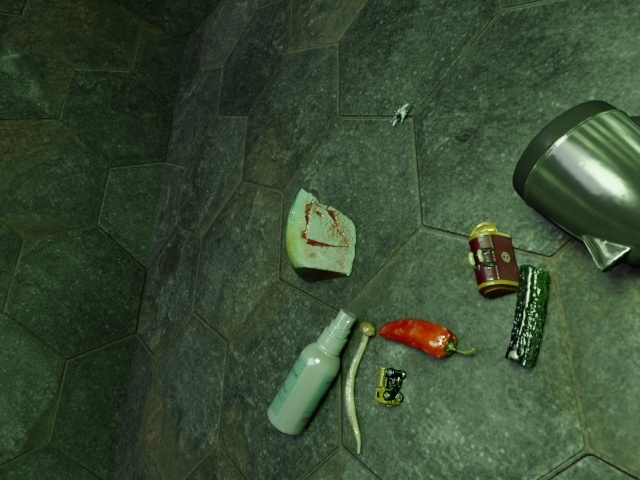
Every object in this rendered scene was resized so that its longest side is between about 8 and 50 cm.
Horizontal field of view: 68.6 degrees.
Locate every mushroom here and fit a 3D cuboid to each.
[{"bbox_3d":[0.091,0.351,1.148,0.068,0.043,0.305,151,130,-71],"label":"mushroom"}]

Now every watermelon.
[{"bbox_3d":[0.000,0.000,1.354,0.261,0.201,0.212,88,-173,-73],"label":"watermelon"}]

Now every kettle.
[{"bbox_3d":[0.497,-0.071,0.759,0.207,0.251,0.271,104,147,-44],"label":"kettle"}]

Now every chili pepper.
[{"bbox_3d":[0.222,0.211,1.036,0.272,0.063,0.071,5,65,54],"label":"chili pepper"}]

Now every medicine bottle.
[{"bbox_3d":[-0.012,0.333,1.215,0.351,0.110,0.110,-61,39,11],"label":"medicine bottle"}]

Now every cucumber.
[{"bbox_3d":[0.386,0.140,0.872,0.058,0.058,0.186,2,76,50],"label":"cucumber"}]

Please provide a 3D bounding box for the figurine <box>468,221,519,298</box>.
[{"bbox_3d":[0.335,0.032,0.950,0.082,0.098,0.154,-29,55,44],"label":"figurine"}]

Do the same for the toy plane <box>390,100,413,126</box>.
[{"bbox_3d":[0.226,-0.356,1.308,0.083,0.031,0.078,-51,28,25],"label":"toy plane"}]

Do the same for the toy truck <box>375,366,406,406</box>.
[{"bbox_3d":[0.156,0.332,1.065,0.054,0.049,0.083,-8,67,49],"label":"toy truck"}]
